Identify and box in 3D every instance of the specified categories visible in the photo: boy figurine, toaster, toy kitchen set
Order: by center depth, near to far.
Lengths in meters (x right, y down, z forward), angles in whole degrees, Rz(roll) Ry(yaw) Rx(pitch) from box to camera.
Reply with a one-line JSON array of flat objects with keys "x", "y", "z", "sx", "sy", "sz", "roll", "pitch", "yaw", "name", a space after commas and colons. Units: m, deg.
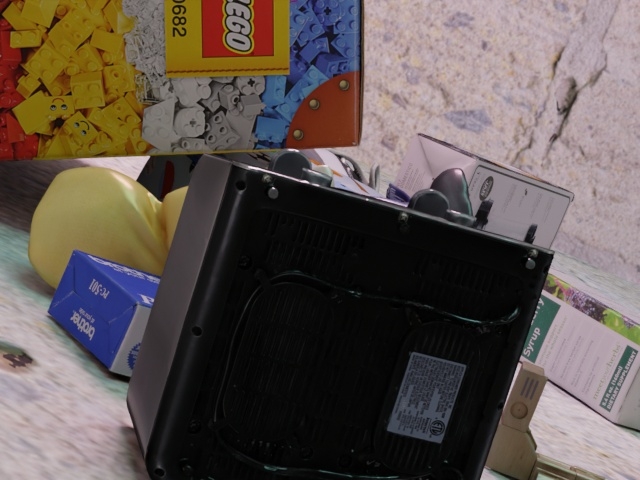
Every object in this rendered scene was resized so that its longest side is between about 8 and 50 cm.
[{"x": 0.004, "y": 0.058, "z": 0.798, "sx": 0.168, "sy": 0.185, "sz": 0.110, "roll": 15, "pitch": 7, "yaw": -16, "name": "toaster"}, {"x": -0.048, "y": 0.007, "z": 1.077, "sx": 0.285, "sy": 0.092, "sz": 0.177, "roll": 1, "pitch": -33, "yaw": -10, "name": "boy figurine"}, {"x": 0.161, "y": 0.136, "z": 1.098, "sx": 0.083, "sy": 0.075, "sz": 0.068, "roll": 21, "pitch": 8, "yaw": 4, "name": "toy kitchen set"}]

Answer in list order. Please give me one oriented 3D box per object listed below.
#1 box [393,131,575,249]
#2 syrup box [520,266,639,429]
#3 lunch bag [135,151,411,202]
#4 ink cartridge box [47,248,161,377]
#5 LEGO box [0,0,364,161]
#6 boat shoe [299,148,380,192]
[{"x": 0.177, "y": -0.014, "z": 1.903, "sx": 0.087, "sy": 0.169, "sz": 0.290, "roll": 26, "pitch": 8, "yaw": 30, "name": "box"}, {"x": 0.265, "y": 0.101, "z": 1.641, "sx": 0.096, "sy": 0.093, "sz": 0.237, "roll": 19, "pitch": 9, "yaw": -39, "name": "syrup box"}, {"x": 0.000, "y": 0.000, "z": 1.421, "sx": 0.303, "sy": 0.115, "sz": 0.243, "roll": 18, "pitch": 12, "yaw": -39, "name": "lunch bag"}, {"x": -0.053, "y": 0.067, "z": 0.994, "sx": 0.207, "sy": 0.046, "sz": 0.097, "roll": 20, "pitch": 7, "yaw": -35, "name": "ink cartridge box"}, {"x": -0.201, "y": -0.206, "z": 1.378, "sx": 0.373, "sy": 0.193, "sz": 0.500, "roll": -3, "pitch": 14, "yaw": -12, "name": "LEGO box"}, {"x": 0.011, "y": -0.042, "z": 1.759, "sx": 0.105, "sy": 0.113, "sz": 0.306, "roll": 8, "pitch": 2, "yaw": -15, "name": "boat shoe"}]
